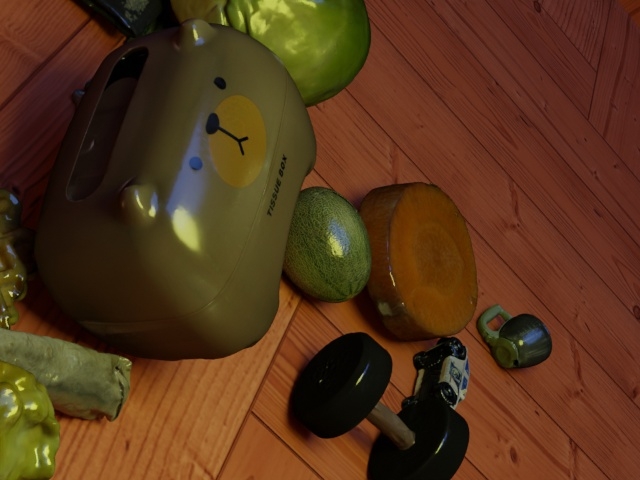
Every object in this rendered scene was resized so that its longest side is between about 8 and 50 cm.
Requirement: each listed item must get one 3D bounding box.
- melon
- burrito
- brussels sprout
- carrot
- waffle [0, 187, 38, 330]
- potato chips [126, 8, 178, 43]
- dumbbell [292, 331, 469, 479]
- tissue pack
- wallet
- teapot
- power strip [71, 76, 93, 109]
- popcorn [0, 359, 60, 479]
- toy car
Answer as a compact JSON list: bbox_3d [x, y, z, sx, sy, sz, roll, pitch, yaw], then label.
[{"bbox_3d":[0.000,0.000,1.721,0.139,0.139,0.192,-9,67,-52],"label":"melon"},{"bbox_3d":[-0.312,0.141,1.260,0.275,0.059,0.082,24,79,-53],"label":"burrito"},{"bbox_3d":[-0.081,-0.342,1.793,0.344,0.268,0.344,31,23,-14],"label":"brussels sprout"},{"bbox_3d":[0.153,0.033,1.868,0.258,0.100,0.307,61,28,-14],"label":"carrot"},{"bbox_3d":[-0.440,-0.001,1.263,0.301,0.058,0.281,47,35,-13],"label":"waffle"},{"bbox_3d":[-0.242,-0.299,1.754,0.092,0.028,0.207,29,42,-20],"label":"potato chips"},{"bbox_3d":[0.083,0.246,1.618,0.218,0.152,0.152,42,38,-20],"label":"dumbbell"},{"bbox_3d":[-0.175,-0.070,1.397,0.277,0.267,0.387,51,44,-44],"label":"tissue pack"},{"bbox_3d":[-0.280,-0.426,1.774,0.170,0.044,0.321,39,37,-8],"label":"wallet"},{"bbox_3d":[0.332,0.178,2.049,0.091,0.124,0.092,-22,122,-39],"label":"teapot"},{"bbox_3d":[-0.226,-0.111,1.616,0.286,0.048,0.080,52,36,-10],"label":"power strip"},{"bbox_3d":[-0.382,0.195,1.035,0.250,0.241,0.235,-61,152,-43],"label":"popcorn"},{"bbox_3d":[0.188,0.218,1.828,0.070,0.080,0.171,46,36,-19],"label":"toy car"}]
